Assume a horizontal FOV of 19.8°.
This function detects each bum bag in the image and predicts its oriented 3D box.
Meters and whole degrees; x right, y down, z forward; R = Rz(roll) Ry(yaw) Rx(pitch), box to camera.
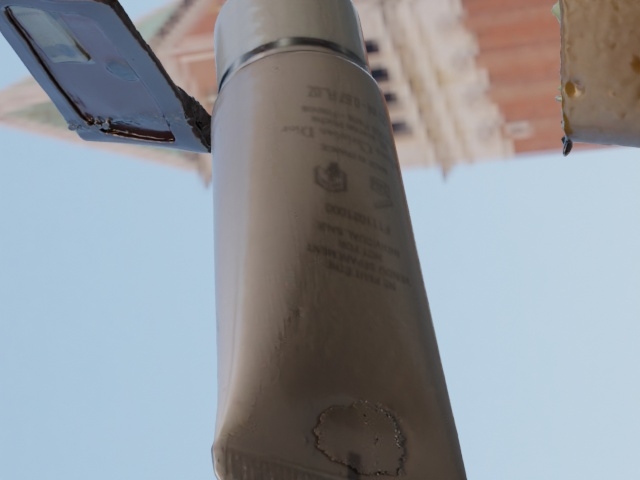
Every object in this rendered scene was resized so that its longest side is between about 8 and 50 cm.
[{"bbox_3d":[-0.137,-0.109,1.137,0.026,0.109,0.159,-66,-32,-26],"label":"bum bag"}]

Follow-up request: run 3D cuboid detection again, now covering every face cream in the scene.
[{"bbox_3d":[0.000,0.000,0.895,0.143,0.089,0.314,20,-138,-30],"label":"face cream"}]

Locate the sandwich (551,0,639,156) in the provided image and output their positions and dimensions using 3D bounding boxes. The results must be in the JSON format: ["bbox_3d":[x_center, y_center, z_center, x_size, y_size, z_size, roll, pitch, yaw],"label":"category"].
[{"bbox_3d":[0.216,-0.096,0.800,0.122,0.235,0.128,-56,-33,-61],"label":"sandwich"}]
